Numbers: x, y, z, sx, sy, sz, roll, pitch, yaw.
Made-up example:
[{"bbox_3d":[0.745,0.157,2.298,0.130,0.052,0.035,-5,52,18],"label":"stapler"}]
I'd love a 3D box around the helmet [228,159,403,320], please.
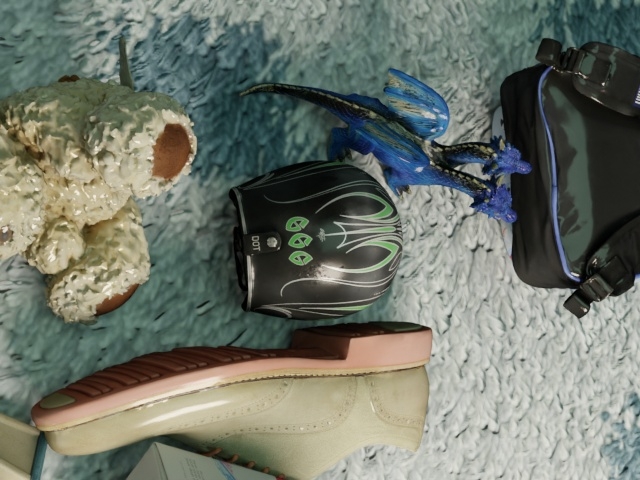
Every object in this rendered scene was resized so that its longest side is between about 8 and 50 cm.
[{"bbox_3d":[0.000,0.000,1.182,0.161,0.169,0.169,-6,87,-9],"label":"helmet"}]

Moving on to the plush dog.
[{"bbox_3d":[-0.260,-0.059,1.043,0.225,0.262,0.211,-13,57,-36],"label":"plush dog"}]

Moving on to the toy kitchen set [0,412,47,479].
[{"bbox_3d":[-0.297,0.281,1.057,0.122,0.166,0.207,33,108,-19],"label":"toy kitchen set"}]

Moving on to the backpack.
[{"bbox_3d":[0.320,-0.071,1.310,0.263,0.213,0.277,-5,93,-18],"label":"backpack"}]

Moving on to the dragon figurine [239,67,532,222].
[{"bbox_3d":[0.073,-0.110,1.226,0.289,0.144,0.085,32,72,-15],"label":"dragon figurine"}]

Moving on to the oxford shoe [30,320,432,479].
[{"bbox_3d":[-0.064,0.167,1.141,0.397,0.140,0.147,-6,95,-24],"label":"oxford shoe"}]

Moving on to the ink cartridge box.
[{"bbox_3d":[-0.102,0.263,1.096,0.175,0.072,0.127,24,113,-34],"label":"ink cartridge box"}]
